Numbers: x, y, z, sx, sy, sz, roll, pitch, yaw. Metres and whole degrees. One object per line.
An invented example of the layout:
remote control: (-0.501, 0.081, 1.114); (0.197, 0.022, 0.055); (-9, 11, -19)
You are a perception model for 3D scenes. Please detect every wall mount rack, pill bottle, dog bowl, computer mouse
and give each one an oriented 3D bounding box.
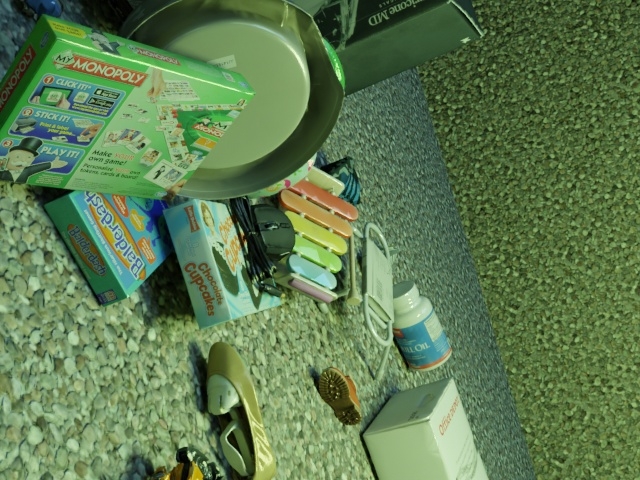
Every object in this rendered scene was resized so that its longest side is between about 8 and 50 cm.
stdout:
wall mount rack: (0.110, 0.141, 1.918); (0.304, 0.131, 0.350); (50, 29, -34)
pill bottle: (0.245, 0.220, 2.170); (0.221, 0.124, 0.124); (63, 22, -17)
dog bowl: (-0.144, -0.223, 1.201); (0.349, 0.349, 0.102); (48, 14, -45)
computer mouse: (-0.076, 0.014, 1.463); (0.262, 0.060, 0.184); (42, 30, -73)

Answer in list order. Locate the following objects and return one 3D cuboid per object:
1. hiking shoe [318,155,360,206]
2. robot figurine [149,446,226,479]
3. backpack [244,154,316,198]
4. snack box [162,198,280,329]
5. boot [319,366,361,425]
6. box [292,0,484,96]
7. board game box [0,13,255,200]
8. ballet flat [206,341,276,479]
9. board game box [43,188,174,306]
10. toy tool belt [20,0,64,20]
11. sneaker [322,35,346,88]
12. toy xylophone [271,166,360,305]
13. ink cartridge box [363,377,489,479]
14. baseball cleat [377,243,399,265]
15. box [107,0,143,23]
hiking shoe: (0.042, -0.118, 1.976); (0.132, 0.113, 0.304); (67, 21, -6)
robot figurine: (-0.153, 0.414, 1.072); (0.291, 0.085, 0.211); (64, 22, -19)
backpack: (-0.123, -0.211, 1.499); (0.191, 0.225, 0.253); (23, 55, -60)
snack box: (-0.152, 0.036, 1.361); (0.322, 0.060, 0.187); (1, 71, -80)
boot: (0.039, 0.297, 1.695); (0.084, 0.059, 0.158); (-88, 159, -50)
box: (0.067, -0.633, 1.982); (0.297, 0.480, 0.471); (6, 66, -65)
board game box: (-0.255, -0.149, 1.045); (0.317, 0.213, 0.046); (5, 43, -53)
ballet flat: (-0.130, 0.270, 1.274); (0.073, 0.080, 0.232); (-22, 91, -54)
board game box: (-0.284, -0.025, 1.185); (0.160, 0.047, 0.210); (64, 22, -16)
toy tool belt: (-0.399, -0.338, 1.173); (0.083, 0.052, 0.051); (38, 30, -53)
sneaker: (-0.088, -0.365, 1.653); (0.343, 0.134, 0.146); (36, 57, -33)
toy xylophone: (0.000, 0.000, 1.707); (0.236, 0.081, 0.322); (20, 49, -31)
ink cartridge box: (0.265, 0.546, 1.871); (0.394, 0.166, 0.285); (71, 20, -2)
baseball cleat: (0.157, 0.069, 2.187); (0.206, 0.072, 0.109); (-16, 100, -64)
box: (-0.231, -0.431, 1.380); (0.203, 0.167, 0.168); (-44, 124, -20)
